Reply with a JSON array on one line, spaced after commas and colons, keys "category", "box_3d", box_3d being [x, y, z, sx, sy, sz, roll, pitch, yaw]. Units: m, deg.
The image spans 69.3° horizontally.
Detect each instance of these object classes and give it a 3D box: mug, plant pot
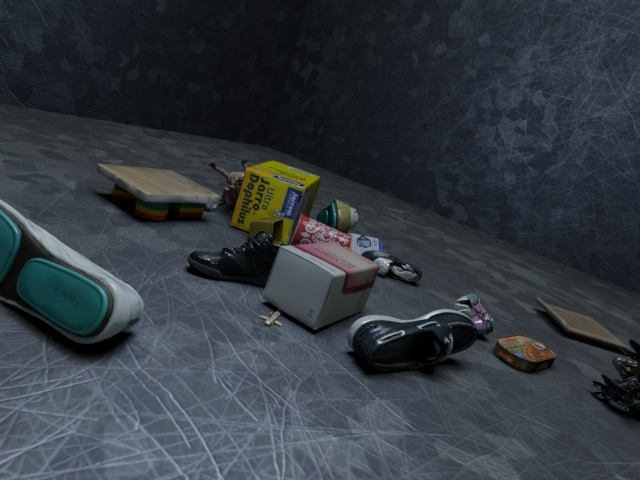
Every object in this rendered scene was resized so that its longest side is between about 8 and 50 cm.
[{"category": "mug", "box_3d": [0.003, -0.008, 1.427, 0.169, 0.113, 0.150, 20, 22, -3]}, {"category": "plant pot", "box_3d": [-0.165, -0.028, 1.376, 0.083, 0.081, 0.081, 9, 13, 16]}]

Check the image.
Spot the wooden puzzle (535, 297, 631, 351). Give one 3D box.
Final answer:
[{"category": "wooden puzzle", "box_3d": [0.844, 0.279, 1.512, 0.239, 0.044, 0.221, 22, 15, -3]}]

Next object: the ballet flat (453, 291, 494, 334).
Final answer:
[{"category": "ballet flat", "box_3d": [0.410, 0.195, 1.270, 0.079, 0.076, 0.221, 0, 14, 7]}]

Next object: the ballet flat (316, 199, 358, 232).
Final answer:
[{"category": "ballet flat", "box_3d": [0.068, -0.075, 1.585, 0.123, 0.123, 0.348, 15, -3, -9]}]

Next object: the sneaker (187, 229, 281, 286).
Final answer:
[{"category": "sneaker", "box_3d": [-0.182, 0.028, 1.063, 0.228, 0.130, 0.087, 11, 14, -15]}]

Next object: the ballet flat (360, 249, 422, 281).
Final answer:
[{"category": "ballet flat", "box_3d": [0.222, 0.084, 1.436, 0.203, 0.074, 0.074, 19, 15, -5]}]

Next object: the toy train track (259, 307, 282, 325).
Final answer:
[{"category": "toy train track", "box_3d": [-0.093, 0.152, 0.941, 0.048, 0.014, 0.083, 21, 15, 9]}]

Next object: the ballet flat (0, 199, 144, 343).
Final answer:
[{"category": "ballet flat", "box_3d": [-0.452, 0.044, 0.748, 0.400, 0.139, 0.139, 27, 17, 16]}]

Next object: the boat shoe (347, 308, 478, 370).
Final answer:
[{"category": "boat shoe", "box_3d": [0.203, 0.206, 0.921, 0.303, 0.114, 0.091, -2, 22, -23]}]

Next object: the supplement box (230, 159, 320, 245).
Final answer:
[{"category": "supplement box", "box_3d": [-0.139, -0.141, 1.573, 0.195, 0.194, 0.356, 19, 15, 3]}]

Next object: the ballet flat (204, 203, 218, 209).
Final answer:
[{"category": "ballet flat", "box_3d": [-0.368, -0.122, 1.564, 0.041, 0.041, 0.114, 17, 15, -2]}]

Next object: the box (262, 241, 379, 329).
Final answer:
[{"category": "box", "box_3d": [0.009, 0.090, 1.040, 0.149, 0.126, 0.232, 27, 15, 26]}]

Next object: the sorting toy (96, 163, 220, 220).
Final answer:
[{"category": "sorting toy", "box_3d": [-0.482, -0.137, 1.373, 0.257, 0.089, 0.255, 28, 18, 31]}]

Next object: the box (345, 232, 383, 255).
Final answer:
[{"category": "box", "box_3d": [0.145, 0.025, 1.540, 0.136, 0.081, 0.028, 12, -29, -25]}]

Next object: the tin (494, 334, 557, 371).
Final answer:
[{"category": "tin", "box_3d": [0.503, 0.275, 1.140, 0.190, 0.040, 0.106, 5, 24, -40]}]

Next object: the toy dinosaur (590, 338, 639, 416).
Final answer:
[{"category": "toy dinosaur", "box_3d": [0.763, 0.338, 1.028, 0.218, 0.164, 0.322, 32, -9, -10]}]

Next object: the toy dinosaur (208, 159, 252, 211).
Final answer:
[{"category": "toy dinosaur", "box_3d": [-0.283, -0.169, 1.638, 0.127, 0.200, 0.295, -18, -20, 9]}]
